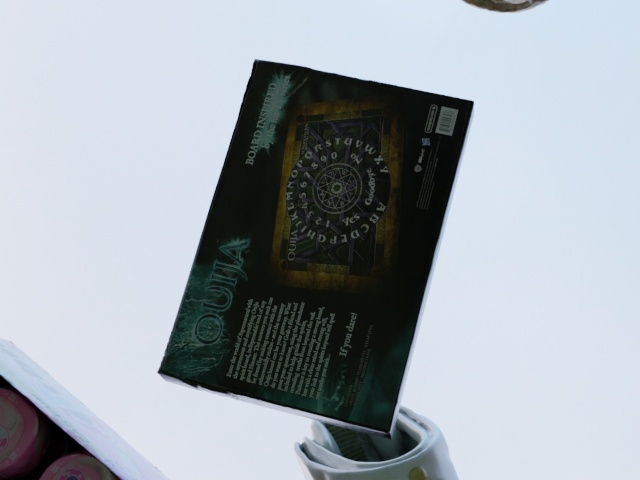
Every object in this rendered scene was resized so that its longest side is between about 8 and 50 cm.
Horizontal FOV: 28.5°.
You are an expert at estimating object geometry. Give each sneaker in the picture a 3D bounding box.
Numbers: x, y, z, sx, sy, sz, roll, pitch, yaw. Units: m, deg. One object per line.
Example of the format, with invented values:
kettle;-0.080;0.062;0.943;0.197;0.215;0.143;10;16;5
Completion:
sneaker;0.038;0.186;0.865;0.108;0.292;0.169;-22;-90;-20

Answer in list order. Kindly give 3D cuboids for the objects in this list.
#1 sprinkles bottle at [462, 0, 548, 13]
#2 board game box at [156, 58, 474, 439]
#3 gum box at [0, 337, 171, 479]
sprinkles bottle;0.147;-0.259;0.773;0.121;0.355;0.121;1;-101;-4
board game box;0.000;0.000;0.672;0.126;0.026;0.186;13;-106;10
gum box;-0.185;0.128;0.810;0.188;0.107;0.062;37;-94;19
